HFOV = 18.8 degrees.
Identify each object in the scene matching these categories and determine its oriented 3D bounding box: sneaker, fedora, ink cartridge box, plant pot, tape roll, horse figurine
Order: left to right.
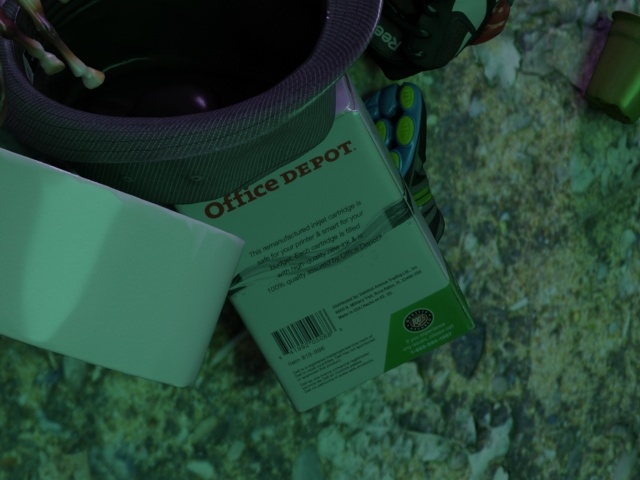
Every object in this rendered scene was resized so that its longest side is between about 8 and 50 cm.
[{"bbox_3d":[-0.208,-0.185,1.197,0.174,0.066,0.263,43,27,-35],"label":"horse figurine"},{"bbox_3d":[-0.195,-0.002,1.179,0.286,0.286,0.100,20,88,-40],"label":"tape roll"},{"bbox_3d":[-0.084,-0.111,1.308,0.124,0.275,0.243,75,8,-48],"label":"fedora"},{"bbox_3d":[0.000,0.000,1.430,0.153,0.087,0.208,-25,117,6],"label":"ink cartridge box"},{"bbox_3d":[0.059,-0.032,1.545,0.078,0.067,0.188,-6,98,-60],"label":"sneaker"},{"bbox_3d":[0.090,-0.200,1.445,0.135,0.276,0.097,-37,79,-17],"label":"sneaker"},{"bbox_3d":[0.273,-0.148,1.702,0.083,0.083,0.079,36,84,-37],"label":"plant pot"}]
